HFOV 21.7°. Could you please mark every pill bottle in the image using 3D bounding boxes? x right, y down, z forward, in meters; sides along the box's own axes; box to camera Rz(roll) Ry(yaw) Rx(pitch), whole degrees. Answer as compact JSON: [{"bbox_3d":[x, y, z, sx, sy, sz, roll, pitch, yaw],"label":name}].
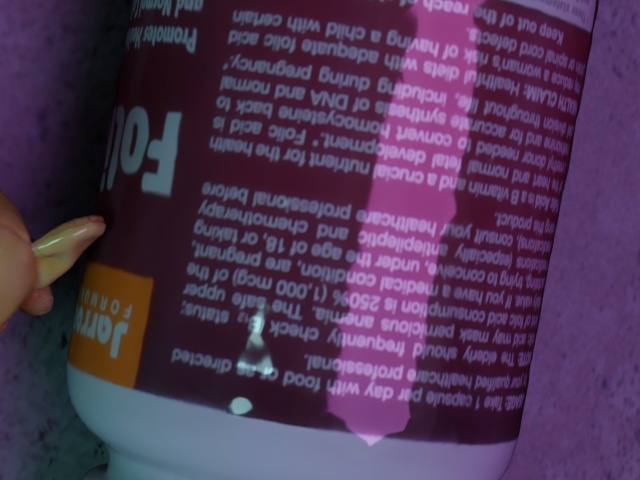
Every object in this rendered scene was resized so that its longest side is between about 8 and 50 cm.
[{"bbox_3d":[0.000,0.000,0.814,0.224,0.224,0.392,10,91,-41],"label":"pill bottle"}]

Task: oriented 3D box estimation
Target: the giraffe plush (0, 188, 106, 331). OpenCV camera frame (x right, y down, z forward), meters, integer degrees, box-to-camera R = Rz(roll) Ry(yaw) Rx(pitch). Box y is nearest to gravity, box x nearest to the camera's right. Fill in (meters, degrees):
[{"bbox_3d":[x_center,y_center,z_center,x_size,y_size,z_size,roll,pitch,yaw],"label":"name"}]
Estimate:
[{"bbox_3d":[-0.185,-0.009,0.713,0.170,0.181,0.210,17,76,-62],"label":"giraffe plush"}]
